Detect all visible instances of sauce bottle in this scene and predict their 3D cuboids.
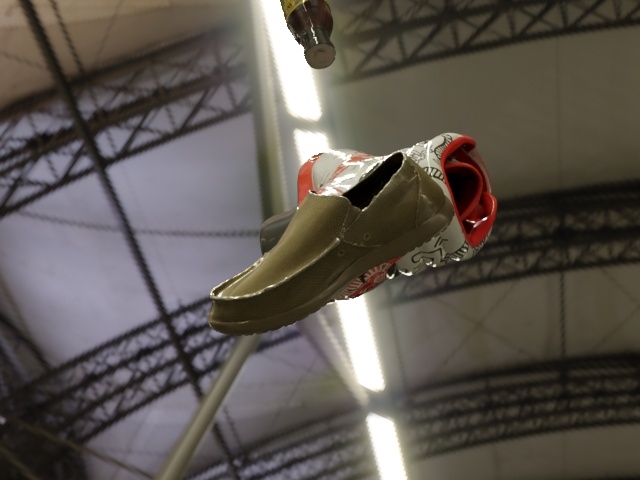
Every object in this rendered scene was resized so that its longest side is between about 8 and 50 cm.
[{"bbox_3d":[-0.011,-0.193,1.044,0.042,0.128,0.042,-8,-47,-8],"label":"sauce bottle"}]

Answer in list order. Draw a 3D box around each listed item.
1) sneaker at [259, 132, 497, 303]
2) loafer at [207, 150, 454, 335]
[{"bbox_3d":[0.055,-0.027,0.886,0.145,0.270,0.090,-19,-80,14],"label":"sneaker"},{"bbox_3d":[0.000,0.000,0.651,0.056,0.148,0.050,14,-48,65],"label":"loafer"}]
